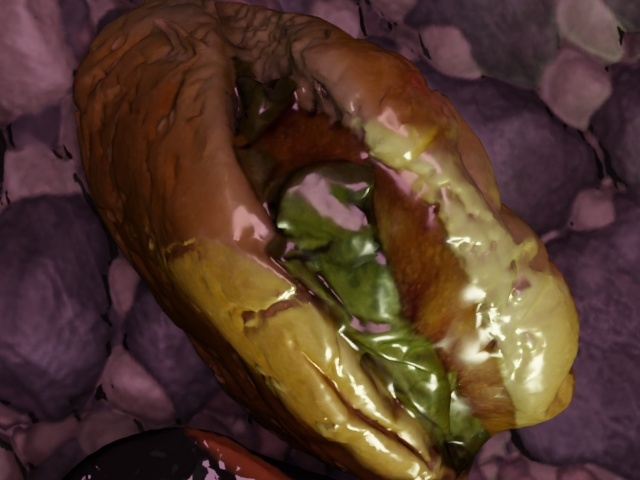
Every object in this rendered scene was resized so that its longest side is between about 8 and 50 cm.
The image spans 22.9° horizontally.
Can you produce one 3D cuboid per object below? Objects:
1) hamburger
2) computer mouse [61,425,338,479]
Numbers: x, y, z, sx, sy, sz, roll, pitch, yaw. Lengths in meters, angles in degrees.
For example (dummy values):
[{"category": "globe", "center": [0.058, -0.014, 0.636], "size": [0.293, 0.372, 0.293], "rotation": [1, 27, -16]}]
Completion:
[{"category": "hamburger", "center": [0.002, -0.002, 0.827], "size": [0.162, 0.209, 0.330], "rotation": [-38, 95, -12]}, {"category": "computer mouse", "center": [-0.011, 0.213, 0.836], "size": [0.323, 0.116, 0.183], "rotation": [22, 99, -18]}]
